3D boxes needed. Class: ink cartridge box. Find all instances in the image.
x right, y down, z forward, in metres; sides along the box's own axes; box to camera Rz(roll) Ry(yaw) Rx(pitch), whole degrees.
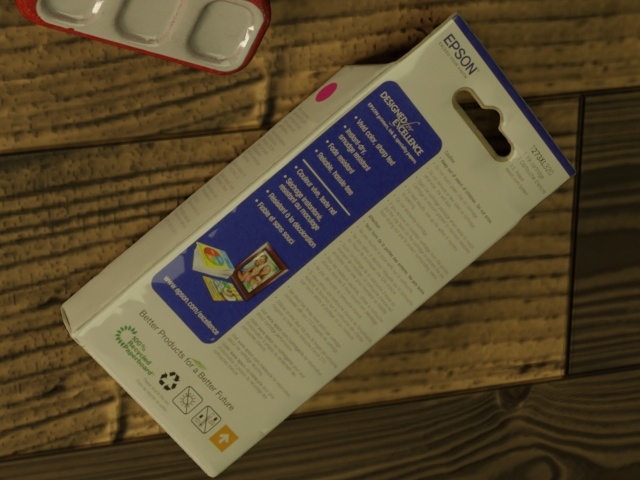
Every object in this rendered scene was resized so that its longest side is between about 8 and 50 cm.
[{"bbox_3d":[0.000,0.000,1.466,0.371,0.069,0.175,-39,118,3],"label":"ink cartridge box"}]

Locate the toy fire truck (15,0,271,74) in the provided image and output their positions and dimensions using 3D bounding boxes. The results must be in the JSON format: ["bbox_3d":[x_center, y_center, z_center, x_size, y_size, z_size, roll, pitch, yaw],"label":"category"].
[{"bbox_3d":[-0.145,-0.240,1.272,0.302,0.169,0.254,12,126,-22],"label":"toy fire truck"}]
